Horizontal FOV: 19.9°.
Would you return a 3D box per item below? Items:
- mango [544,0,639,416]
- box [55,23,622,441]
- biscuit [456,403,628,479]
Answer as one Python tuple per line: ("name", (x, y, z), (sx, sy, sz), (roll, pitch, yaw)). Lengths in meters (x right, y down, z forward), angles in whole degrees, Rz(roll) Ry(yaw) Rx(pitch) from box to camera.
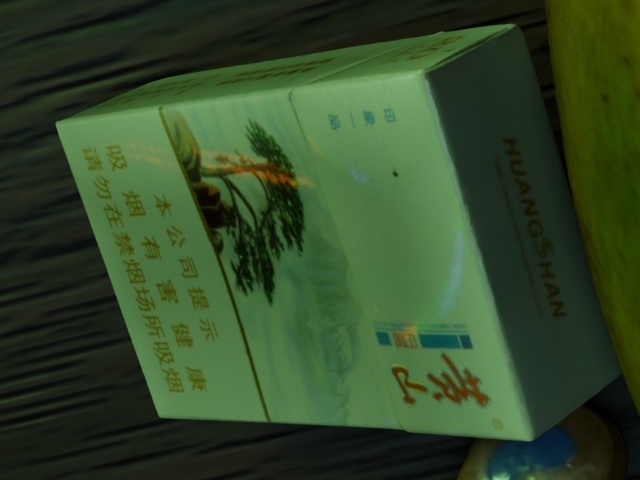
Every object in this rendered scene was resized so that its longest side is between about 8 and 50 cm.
("mango", (0.214, -0.038, 0.679), (0.232, 0.300, 0.446), (3, 122, 26))
("box", (0.001, 0.000, 0.754), (0.233, 0.067, 0.149), (-3, 113, 48))
("biscuit", (0.132, 0.231, 0.810), (0.205, 0.049, 0.324), (-35, 72, 13))
